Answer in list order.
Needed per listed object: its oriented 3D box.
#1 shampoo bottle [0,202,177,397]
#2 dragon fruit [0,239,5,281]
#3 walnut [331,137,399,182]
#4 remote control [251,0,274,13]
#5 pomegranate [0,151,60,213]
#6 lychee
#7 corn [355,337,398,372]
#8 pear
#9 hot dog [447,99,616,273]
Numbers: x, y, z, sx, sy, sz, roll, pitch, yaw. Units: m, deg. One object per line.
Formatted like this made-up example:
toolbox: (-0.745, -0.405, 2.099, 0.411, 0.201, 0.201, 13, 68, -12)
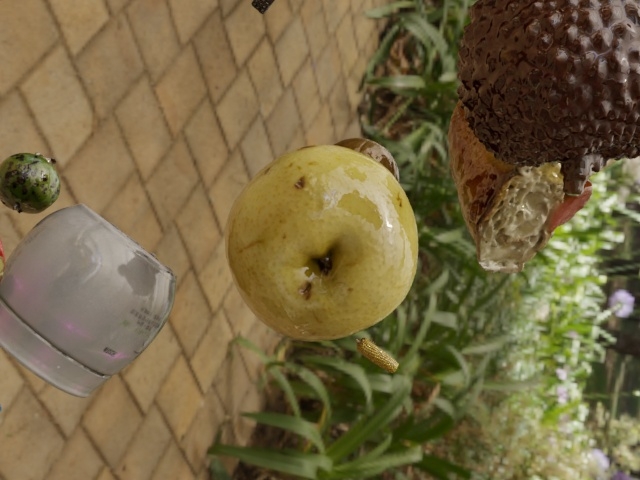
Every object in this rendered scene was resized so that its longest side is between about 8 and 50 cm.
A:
shampoo bottle: (-0.399, 0.099, 1.466, 0.266, 0.273, 0.273, -53, 155, -4)
dragon fruit: (-0.508, 0.035, 0.972, 0.231, 0.302, 0.237, -136, -136, -69)
walnut: (0.053, -0.086, 1.584, 0.207, 0.167, 0.167, -65, 156, -13)
remote control: (-0.108, -0.533, 1.885, 0.096, 0.039, 0.014, -48, 178, 19)
pomegranate: (-0.539, -0.118, 1.639, 0.161, 0.122, 0.122, -76, 162, -48)
lychee: (0.292, -0.203, 1.004, 0.276, 0.275, 0.304, -4, 95, -69)
corn: (0.092, 0.187, 1.443, 0.028, 0.083, 0.027, -56, -176, -22)
pear: (0.000, 0.000, 1.355, 0.309, 0.309, 0.309, 8, 90, -70)
hot dog: (0.354, -0.177, 1.522, 0.367, 0.196, 0.365, -57, -156, 22)
